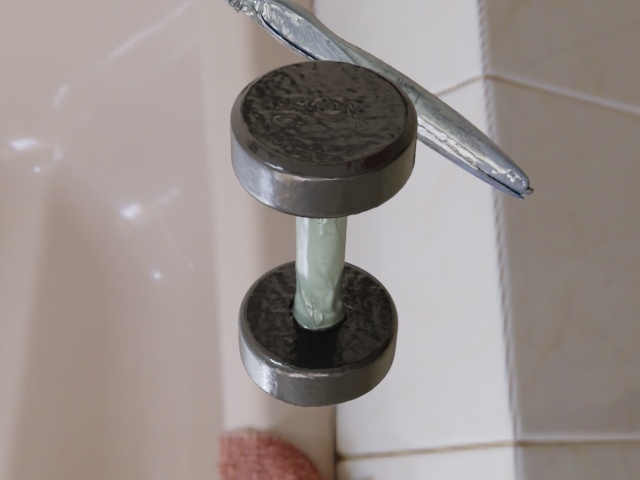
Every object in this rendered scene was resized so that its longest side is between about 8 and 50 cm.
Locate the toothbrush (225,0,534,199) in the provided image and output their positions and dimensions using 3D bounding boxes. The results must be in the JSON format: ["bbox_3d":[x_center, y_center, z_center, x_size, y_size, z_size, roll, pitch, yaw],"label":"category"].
[{"bbox_3d":[-0.013,-0.150,0.956,0.035,0.413,0.042,-54,6,21],"label":"toothbrush"}]

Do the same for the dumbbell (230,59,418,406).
[{"bbox_3d":[0.000,0.000,0.740,0.100,0.100,0.191,55,154,39],"label":"dumbbell"}]
